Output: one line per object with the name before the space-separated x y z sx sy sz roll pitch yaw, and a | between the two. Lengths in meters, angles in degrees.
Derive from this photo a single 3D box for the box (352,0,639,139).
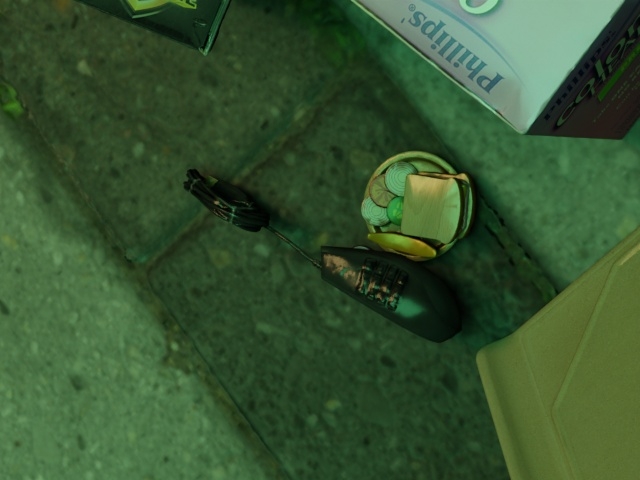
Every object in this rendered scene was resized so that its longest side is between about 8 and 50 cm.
box | 0.106 -0.169 0.841 0.213 0.243 0.117 41 109 17

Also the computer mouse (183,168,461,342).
computer mouse | 0.000 0.000 0.999 0.242 0.071 0.041 30 97 23

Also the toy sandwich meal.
toy sandwich meal | 0.065 -0.023 0.985 0.085 0.029 0.085 2 94 24

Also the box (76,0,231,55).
box | -0.192 -0.220 0.886 0.295 0.293 0.073 21 102 -10

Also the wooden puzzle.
wooden puzzle | 0.213 0.073 0.856 0.239 0.221 0.044 -39 121 19
